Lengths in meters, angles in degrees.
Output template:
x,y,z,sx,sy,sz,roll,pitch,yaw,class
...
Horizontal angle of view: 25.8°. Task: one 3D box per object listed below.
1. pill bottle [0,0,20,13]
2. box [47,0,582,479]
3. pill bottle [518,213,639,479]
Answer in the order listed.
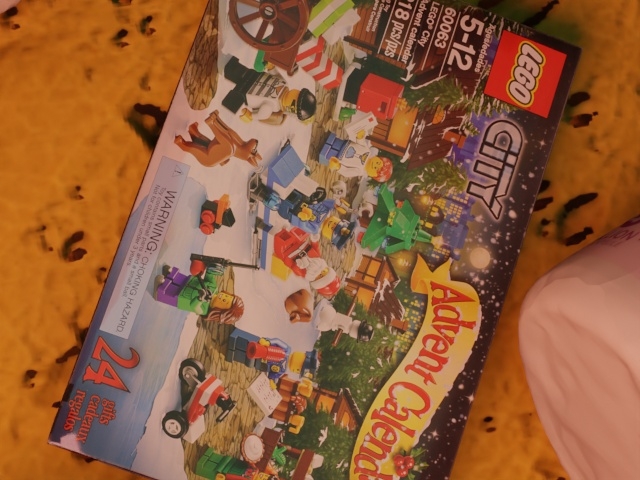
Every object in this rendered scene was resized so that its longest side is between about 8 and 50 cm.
x,y,z,sx,sy,sz,roll,pitch,yaw,class
-0.176,-0.249,0.524,0.176,0.176,0.318,-1,83,-10,pill bottle
0.000,0.000,0.590,0.159,0.044,0.233,20,80,-7,box
0.246,0.018,0.570,0.301,0.169,0.169,-29,88,-13,pill bottle
